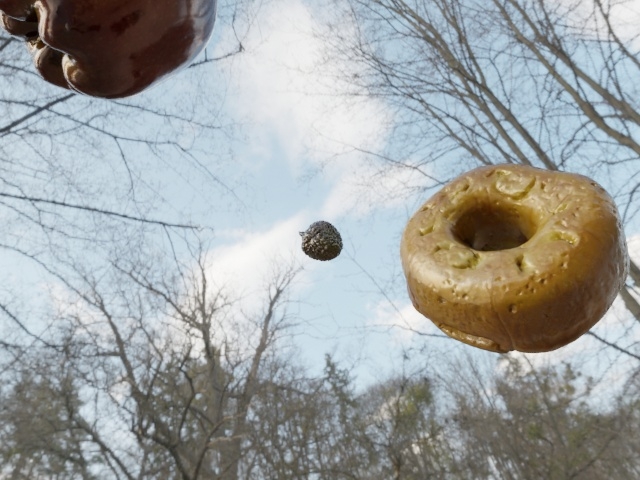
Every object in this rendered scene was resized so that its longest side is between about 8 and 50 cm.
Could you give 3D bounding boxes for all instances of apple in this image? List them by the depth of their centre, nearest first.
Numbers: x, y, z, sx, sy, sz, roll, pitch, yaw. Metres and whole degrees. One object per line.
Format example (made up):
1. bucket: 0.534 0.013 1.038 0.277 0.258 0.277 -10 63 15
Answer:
1. apple: -0.299 -0.362 0.709 0.288 0.317 0.288 26 -29 16

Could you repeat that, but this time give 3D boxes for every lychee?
1. lychee: 0.000 0.000 0.795 0.067 0.083 0.068 -59 -21 2

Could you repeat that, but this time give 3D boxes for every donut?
1. donut: 0.194 0.013 0.509 0.226 0.227 0.114 -24 -53 7
